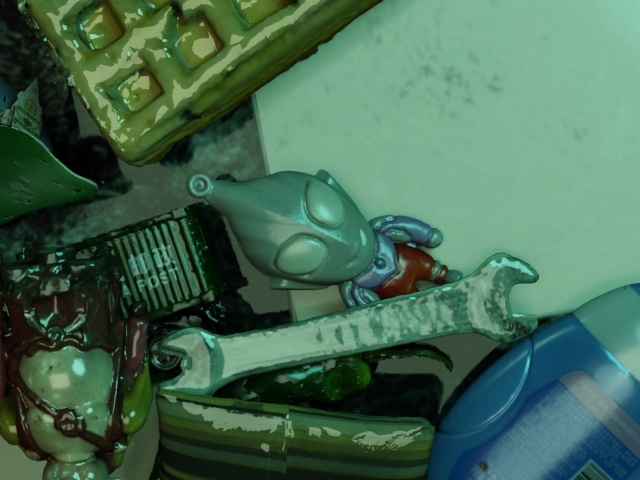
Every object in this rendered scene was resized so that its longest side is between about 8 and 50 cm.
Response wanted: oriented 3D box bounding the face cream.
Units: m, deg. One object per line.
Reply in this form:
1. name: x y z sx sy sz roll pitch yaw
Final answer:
1. face cream: 0.193 0.140 1.076 0.264 0.083 0.149 -45 89 6

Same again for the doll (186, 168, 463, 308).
1. doll: 0.000 0.000 1.101 0.227 0.075 0.102 27 79 -6

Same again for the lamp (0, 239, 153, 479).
1. lamp: -0.182 0.127 1.027 0.118 0.118 0.253 -1 96 7

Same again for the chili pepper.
1. chili pepper: -0.041 0.131 1.115 0.279 0.065 0.122 -33 100 9

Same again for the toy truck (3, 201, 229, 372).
1. toy truck: -0.204 0.068 1.119 0.259 0.088 0.121 -19 92 6

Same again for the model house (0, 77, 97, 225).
1. model house: -0.268 -0.078 1.120 0.167 0.117 0.088 -17 54 28

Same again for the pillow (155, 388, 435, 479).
1. pillow: -0.023 0.215 1.069 0.208 0.052 0.212 5 118 6

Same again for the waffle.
1. waffle: -0.062 -0.263 1.079 0.376 0.114 0.261 -35 86 7

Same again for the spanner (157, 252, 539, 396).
1. spanner: 0.022 0.068 1.067 0.302 0.017 0.071 -11 92 -3
